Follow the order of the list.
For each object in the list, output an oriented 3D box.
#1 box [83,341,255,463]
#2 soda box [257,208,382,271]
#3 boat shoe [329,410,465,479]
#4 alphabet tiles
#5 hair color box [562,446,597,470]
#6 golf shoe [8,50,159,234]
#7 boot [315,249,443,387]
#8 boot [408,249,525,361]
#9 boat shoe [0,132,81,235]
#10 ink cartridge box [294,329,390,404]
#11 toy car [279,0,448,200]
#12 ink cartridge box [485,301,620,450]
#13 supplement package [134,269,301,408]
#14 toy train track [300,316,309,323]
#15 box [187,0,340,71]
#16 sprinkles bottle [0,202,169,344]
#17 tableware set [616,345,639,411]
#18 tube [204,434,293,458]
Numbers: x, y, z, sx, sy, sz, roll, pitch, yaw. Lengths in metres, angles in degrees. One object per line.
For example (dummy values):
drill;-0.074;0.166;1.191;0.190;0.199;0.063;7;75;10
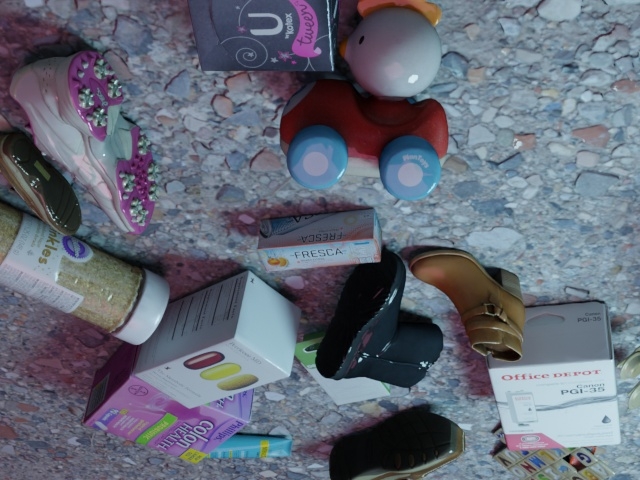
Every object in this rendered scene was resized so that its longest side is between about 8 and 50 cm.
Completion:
box;-0.279;0.290;1.924;0.243;0.117;0.213;25;137;-23
soda box;0.000;0.000;1.577;0.183;0.063;0.058;-5;139;12
boat shoe;0.161;0.422;2.048;0.120;0.122;0.324;29;144;-34
alphabet tiles;0.430;0.422;2.015;0.198;0.009;0.237;37;147;3
hair color box;0.498;0.401;2.006;0.043;0.072;0.141;3;140;3
golf shoe;-0.320;-0.132;1.434;0.140;0.115;0.306;3;136;20
boot;0.124;0.133;1.707;0.207;0.094;0.246;9;115;-40
boot;0.229;0.101;1.603;0.197;0.152;0.073;13;141;-10
boat shoe;-0.425;-0.082;1.536;0.072;0.068;0.190;-2;132;29
ink cartridge box;0.035;0.205;1.826;0.109;0.062;0.209;-14;137;23
toy car;0.063;-0.200;1.262;0.210;0.219;0.238;7;112;-1
ink cartridge box;0.400;0.240;1.782;0.207;0.117;0.283;-6;140;14
supplement package;-0.171;0.170;1.737;0.244;0.134;0.139;-23;132;36
toy train track;-0.057;0.119;1.767;0.083;0.014;0.048;27;140;-19
box;-0.062;-0.318;1.131;0.163;0.142;0.247;1;141;6
sprinkles bottle;-0.416;0.044;1.635;0.355;0.121;0.121;28;136;-25
tableware set;0.556;0.207;1.740;0.141;0.020;0.169;-38;138;-14
tube;-0.162;0.424;2.137;0.207;0.052;0.080;2;151;-6
